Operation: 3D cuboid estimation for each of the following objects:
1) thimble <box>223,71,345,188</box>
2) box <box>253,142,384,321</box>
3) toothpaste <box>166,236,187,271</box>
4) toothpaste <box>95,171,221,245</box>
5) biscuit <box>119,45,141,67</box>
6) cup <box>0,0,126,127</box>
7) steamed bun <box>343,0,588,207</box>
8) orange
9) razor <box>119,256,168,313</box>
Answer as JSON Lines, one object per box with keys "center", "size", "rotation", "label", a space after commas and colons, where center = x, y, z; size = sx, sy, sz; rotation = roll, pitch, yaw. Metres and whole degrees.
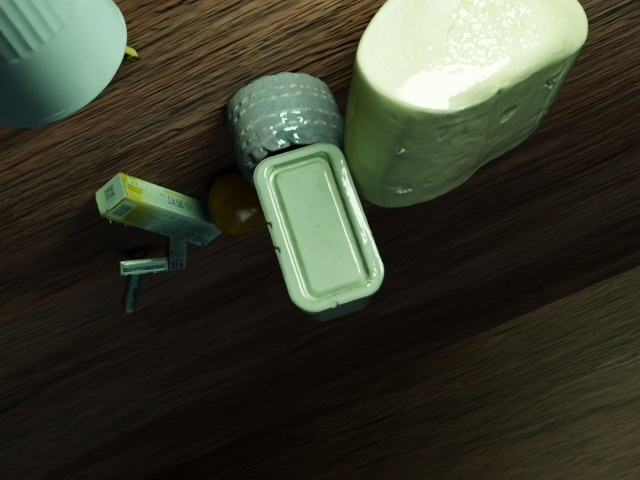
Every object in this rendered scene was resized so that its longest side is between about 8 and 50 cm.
{"center": [-0.064, -0.206, 1.906], "size": [0.236, 0.172, 0.205], "rotation": [4, 147, -41], "label": "thimble"}
{"center": [0.000, 0.000, 1.828], "size": [0.175, 0.311, 0.182], "rotation": [-18, 160, -2], "label": "box"}
{"center": [-0.338, 0.017, 2.272], "size": [0.046, 0.034, 0.164], "rotation": [-12, 151, -16], "label": "toothpaste"}
{"center": [-0.336, -0.061, 2.097], "size": [0.089, 0.071, 0.313], "rotation": [-37, 148, 24], "label": "toothpaste"}
{"center": [-0.394, -0.281, 1.575], "size": [0.172, 0.029, 0.254], "rotation": [-23, -175, 3], "label": "biscuit"}
{"center": [-0.412, -0.355, 1.314], "size": [0.331, 0.256, 0.311], "rotation": [-20, 151, 3], "label": "cup"}
{"center": [0.237, -0.296, 1.801], "size": [0.456, 0.290, 0.371], "rotation": [-29, 158, -21], "label": "steamed bun"}
{"center": [-0.173, -0.085, 2.109], "size": [0.155, 0.134, 0.154], "rotation": [-32, 173, -4], "label": "orange"}
{"center": [-0.449, 0.103, 2.351], "size": [0.111, 0.056, 0.278], "rotation": [-6, 157, -22], "label": "razor"}
